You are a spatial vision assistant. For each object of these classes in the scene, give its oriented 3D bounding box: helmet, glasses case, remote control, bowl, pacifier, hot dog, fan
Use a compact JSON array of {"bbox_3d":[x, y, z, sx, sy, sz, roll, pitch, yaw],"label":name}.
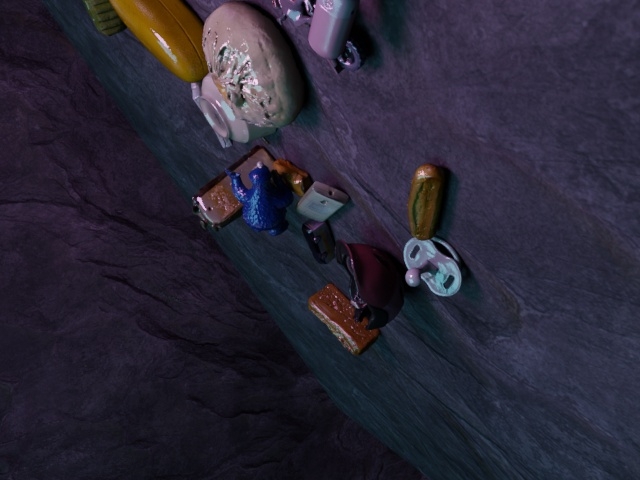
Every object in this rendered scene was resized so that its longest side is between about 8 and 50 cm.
[{"bbox_3d":[0.138,0.107,1.378,0.198,0.154,0.253,-120,21,-58],"label":"helmet"},{"bbox_3d":[-0.435,-0.584,1.428,0.371,0.141,0.173,47,161,12],"label":"glasses case"},{"bbox_3d":[-0.001,-0.100,1.435,0.098,0.038,0.233,22,166,-10],"label":"remote control"},{"bbox_3d":[-0.233,-0.356,1.414,0.238,0.126,0.237,45,160,21],"label":"bowl"},{"bbox_3d":[0.226,0.059,1.123,0.150,0.117,0.126,49,137,18],"label":"pacifier"},{"bbox_3d":[0.200,-0.074,1.024,0.066,0.047,0.215,6,148,12],"label":"hot dog"},{"bbox_3d":[0.032,-0.361,0.743,0.130,0.074,0.244,42,146,15],"label":"fan"}]

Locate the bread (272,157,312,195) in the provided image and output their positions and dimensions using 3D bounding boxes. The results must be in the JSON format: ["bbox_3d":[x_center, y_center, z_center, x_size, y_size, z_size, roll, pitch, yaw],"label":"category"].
[{"bbox_3d":[-0.080,-0.178,1.499,0.132,0.053,0.074,39,160,33],"label":"bread"}]

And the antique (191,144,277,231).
[{"bbox_3d":[-0.257,-0.147,1.619,0.125,0.284,0.150,50,164,6],"label":"antique"}]

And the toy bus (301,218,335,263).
[{"bbox_3d":[0.000,0.000,1.626,0.057,0.072,0.172,38,160,39],"label":"toy bus"}]

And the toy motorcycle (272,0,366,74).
[{"bbox_3d":[-0.007,-0.373,0.890,0.212,0.084,0.118,53,155,-22],"label":"toy motorcycle"}]

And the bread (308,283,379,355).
[{"bbox_3d":[0.078,0.282,1.892,0.271,0.139,0.077,42,151,21],"label":"bread"}]

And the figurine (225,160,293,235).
[{"bbox_3d":[-0.159,-0.106,1.480,0.262,0.164,0.120,70,-163,-50],"label":"figurine"}]

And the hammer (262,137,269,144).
[{"bbox_3d":[-0.191,-0.325,1.553,0.123,0.014,0.029,47,171,5],"label":"hammer"}]

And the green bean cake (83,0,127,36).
[{"bbox_3d":[-0.661,-0.759,1.600,0.222,0.125,0.248,64,167,9],"label":"green bean cake"}]

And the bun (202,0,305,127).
[{"bbox_3d":[-0.166,-0.372,1.176,0.287,0.146,0.287,44,158,23],"label":"bun"}]

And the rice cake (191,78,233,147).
[{"bbox_3d":[-0.318,-0.390,1.575,0.237,0.043,0.127,64,-169,-61],"label":"rice cake"}]
